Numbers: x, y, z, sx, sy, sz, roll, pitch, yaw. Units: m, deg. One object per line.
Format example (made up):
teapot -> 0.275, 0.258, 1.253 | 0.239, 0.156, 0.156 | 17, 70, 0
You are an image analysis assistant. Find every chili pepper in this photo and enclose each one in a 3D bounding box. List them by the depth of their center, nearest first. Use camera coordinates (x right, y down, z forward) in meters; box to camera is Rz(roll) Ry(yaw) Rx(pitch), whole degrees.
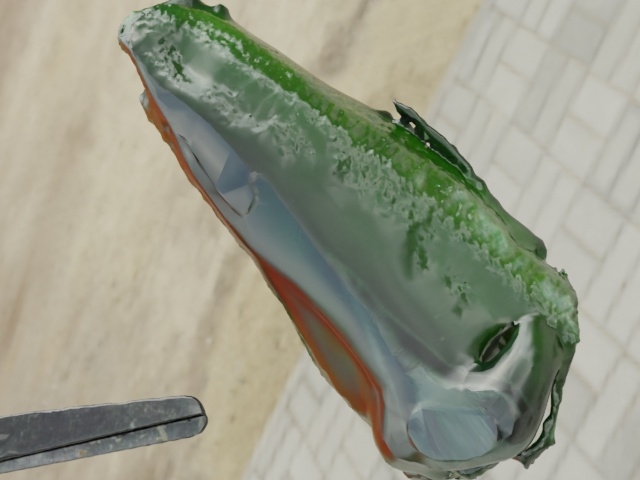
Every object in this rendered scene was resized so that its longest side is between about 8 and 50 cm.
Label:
chili pepper -> 0.002, 0.000, 0.526 | 0.108, 0.216, 0.062 | -47, -9, 34

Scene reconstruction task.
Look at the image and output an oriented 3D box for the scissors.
scissors -> -0.211, 0.117, 0.770 | 0.024, 0.318, 0.160 | 25, -123, -78
